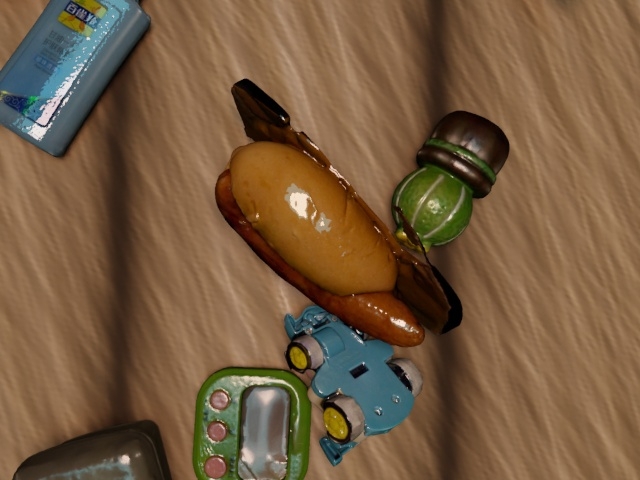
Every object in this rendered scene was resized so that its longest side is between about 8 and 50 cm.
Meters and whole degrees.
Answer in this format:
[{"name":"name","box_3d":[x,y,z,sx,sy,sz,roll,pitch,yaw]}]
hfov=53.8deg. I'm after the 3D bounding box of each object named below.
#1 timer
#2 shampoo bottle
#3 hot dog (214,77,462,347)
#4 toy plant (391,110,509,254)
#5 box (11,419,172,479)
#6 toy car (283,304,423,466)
[{"name":"timer","box_3d":[-0.075,0.212,0.701,0.128,0.047,0.140,3,87,-3]},{"name":"shampoo bottle","box_3d":[-0.264,-0.225,0.701,0.104,0.061,0.258,32,84,-4]},{"name":"hot dog","box_3d":[-0.002,0.000,0.646,0.326,0.194,0.107,43,78,11]},{"name":"toy plant","box_3d":[0.140,-0.061,0.711,0.093,0.093,0.162,33,85,-2]},{"name":"box","box_3d":[-0.214,0.298,0.642,0.148,0.129,0.210,-13,89,-6]},{"name":"toy car","box_3d":[0.018,0.153,0.692,0.126,0.098,0.161,-20,60,-46]}]
